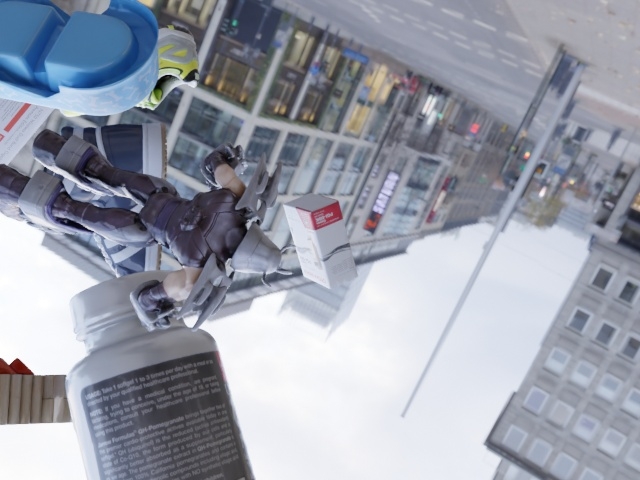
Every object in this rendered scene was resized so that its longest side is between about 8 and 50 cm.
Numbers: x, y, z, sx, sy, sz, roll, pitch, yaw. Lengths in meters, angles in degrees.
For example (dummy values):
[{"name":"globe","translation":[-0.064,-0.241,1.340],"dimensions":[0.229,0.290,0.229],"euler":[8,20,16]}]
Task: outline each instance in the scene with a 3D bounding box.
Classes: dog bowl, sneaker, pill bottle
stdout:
[{"name":"dog bowl","translation":[-0.352,-0.253,0.952],"dimensions":[0.297,0.166,0.074],"euler":[12,152,9]},{"name":"sneaker","translation":[-0.476,-0.387,1.751],"dimensions":[0.147,0.384,0.145],"euler":[70,-167,12]},{"name":"sneaker","translation":[-0.290,-0.027,0.953],"dimensions":[0.153,0.282,0.099],"euler":[0,-150,-19]},{"name":"pill bottle","translation":[-0.183,0.204,0.804],"dimensions":[0.176,0.176,0.319],"euler":[2,-113,-59]}]

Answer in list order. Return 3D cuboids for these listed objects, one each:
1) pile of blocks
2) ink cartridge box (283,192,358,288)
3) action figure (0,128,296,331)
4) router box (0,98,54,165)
[{"name":"pile of blocks","translation":[-0.569,0.252,1.186],"dimensions":[0.362,0.113,0.149],"euler":[12,161,-43]},{"name":"ink cartridge box","translation":[0.000,0.000,1.152],"dimensions":[0.056,0.135,0.099],"euler":[-24,-160,-23]},{"name":"action figure","translation":[-0.148,-0.023,0.644],"dimensions":[0.285,0.185,0.099],"euler":[20,152,18]},{"name":"router box","translation":[-0.735,-0.326,1.503],"dimensions":[0.301,0.335,0.082],"euler":[38,-171,-41]}]
